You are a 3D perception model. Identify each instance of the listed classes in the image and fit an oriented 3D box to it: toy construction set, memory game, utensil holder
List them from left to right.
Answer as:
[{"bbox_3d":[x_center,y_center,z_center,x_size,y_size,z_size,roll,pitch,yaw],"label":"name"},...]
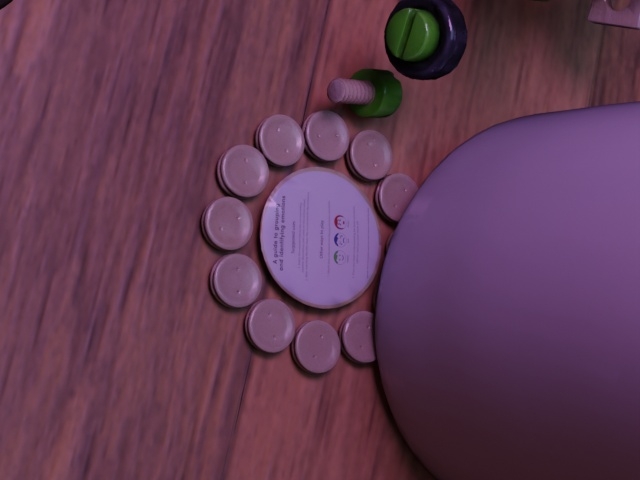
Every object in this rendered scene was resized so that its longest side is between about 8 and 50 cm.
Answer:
[{"bbox_3d":[0.000,0.000,1.019,0.186,0.012,0.186,5,80,-31],"label":"memory game"},{"bbox_3d":[0.137,-0.267,1.052,0.237,0.257,0.309,-1,76,-52],"label":"toy construction set"},{"bbox_3d":[0.255,0.064,0.921,0.327,0.385,0.328,-1,92,-29],"label":"utensil holder"}]

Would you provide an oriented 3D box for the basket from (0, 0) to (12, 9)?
[{"bbox_3d":[-0.284,-0.151,0.783,0.227,0.154,0.204,-31,125,-37],"label":"basket"}]
